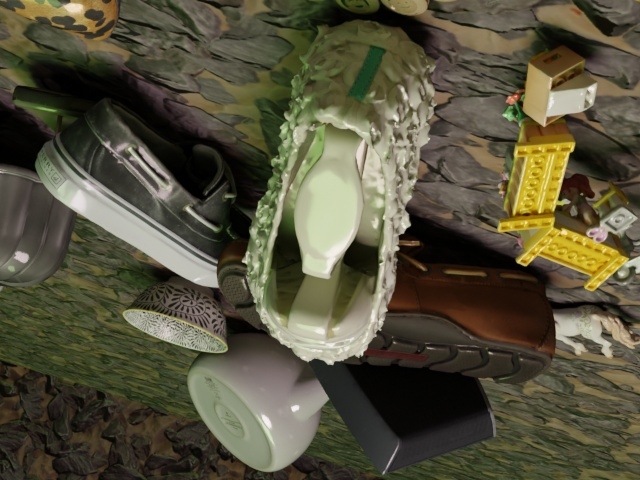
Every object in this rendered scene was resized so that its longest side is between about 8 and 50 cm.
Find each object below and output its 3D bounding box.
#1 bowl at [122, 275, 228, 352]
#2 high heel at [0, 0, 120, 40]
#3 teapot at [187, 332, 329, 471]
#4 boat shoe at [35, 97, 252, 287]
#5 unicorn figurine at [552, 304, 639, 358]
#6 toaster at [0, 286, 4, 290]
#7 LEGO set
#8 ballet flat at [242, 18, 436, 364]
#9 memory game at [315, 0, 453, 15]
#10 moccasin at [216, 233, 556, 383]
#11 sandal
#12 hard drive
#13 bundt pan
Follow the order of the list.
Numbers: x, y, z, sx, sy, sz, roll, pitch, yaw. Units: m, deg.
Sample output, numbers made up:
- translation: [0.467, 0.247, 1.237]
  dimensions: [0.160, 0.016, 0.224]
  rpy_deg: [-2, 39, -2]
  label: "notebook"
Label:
- translation: [-0.211, 0.106, 1.714]
  dimensions: [0.170, 0.080, 0.170]
  rpy_deg: [17, 160, 6]
  label: "bowl"
- translation: [-0.296, -0.215, 0.887]
  dimensions: [0.261, 0.093, 0.186]
  rpy_deg: [1, 150, 19]
  label: "high heel"
- translation: [-0.087, 0.244, 1.850]
  dimensions: [0.256, 0.187, 0.252]
  rpy_deg: [39, 147, 20]
  label: "teapot"
- translation: [-0.143, -0.044, 1.176]
  dimensions: [0.335, 0.119, 0.121]
  rpy_deg: [28, -154, -55]
  label: "boat shoe"
- translation: [0.289, 0.103, 1.315]
  dimensions: [0.111, 0.060, 0.162]
  rpy_deg: [32, 140, -34]
  label: "unicorn figurine"
- translation: [-0.564, 0.002, 1.682]
  dimensions: [0.146, 0.129, 0.227]
  rpy_deg: [-4, 149, 40]
  label: "toaster"
- translation: [0.197, -0.062, 0.926]
  dimensions: [0.132, 0.107, 0.287]
  rpy_deg: [-30, 135, 18]
  label: "LEGO set"
- translation: [0.000, 0.000, 0.949]
  dimensions: [0.147, 0.147, 0.409]
  rpy_deg: [15, 137, 7]
  label: "ballet flat"
- translation: [0.017, -0.208, 0.760]
  dimensions: [0.186, 0.012, 0.186]
  rpy_deg: [16, 161, 6]
  label: "memory game"
- translation: [0.076, 0.051, 1.202]
  dimensions: [0.380, 0.147, 0.139]
  rpy_deg: [8, 149, -10]
  label: "moccasin"
- translation: [-0.245, -0.080, 1.228]
  dimensions: [0.120, 0.086, 0.303]
  rpy_deg: [12, 160, 15]
  label: "sandal"
- translation: [0.080, 0.134, 1.277]
  dimensions: [0.172, 0.255, 0.054]
  rpy_deg: [-12, 141, -28]
  label: "hard drive"
- translation: [-0.449, -0.014, 1.319]
  dimensions: [0.331, 0.124, 0.331]
  rpy_deg: [3, 172, 0]
  label: "bundt pan"
